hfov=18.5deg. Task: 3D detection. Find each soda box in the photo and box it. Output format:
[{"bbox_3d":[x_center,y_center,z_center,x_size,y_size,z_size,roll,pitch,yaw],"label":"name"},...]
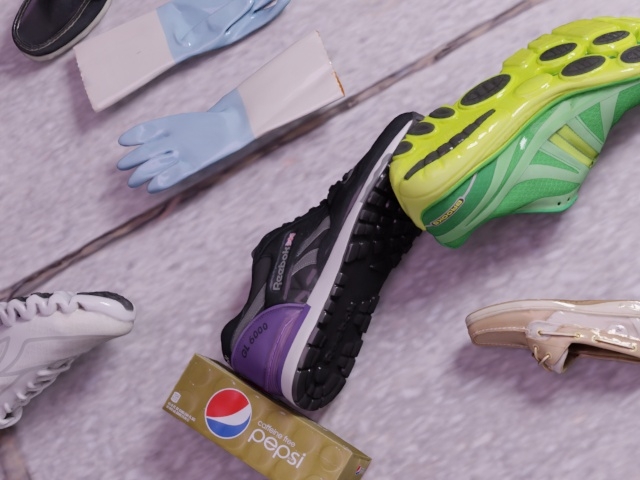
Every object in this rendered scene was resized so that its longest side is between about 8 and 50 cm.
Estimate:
[{"bbox_3d":[-0.048,0.173,1.755,0.181,0.058,0.061,30,90,22],"label":"soda box"}]

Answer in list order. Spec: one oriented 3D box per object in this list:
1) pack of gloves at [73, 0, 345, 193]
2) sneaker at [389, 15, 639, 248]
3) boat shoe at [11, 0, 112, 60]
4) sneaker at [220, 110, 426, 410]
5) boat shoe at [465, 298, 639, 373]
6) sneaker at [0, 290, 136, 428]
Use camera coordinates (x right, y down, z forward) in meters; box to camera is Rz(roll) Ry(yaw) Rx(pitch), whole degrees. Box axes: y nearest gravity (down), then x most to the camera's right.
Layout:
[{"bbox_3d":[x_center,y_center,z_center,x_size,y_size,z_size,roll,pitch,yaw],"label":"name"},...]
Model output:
[{"bbox_3d":[-0.104,-0.153,1.866,0.232,0.046,0.195,-26,59,10],"label":"pack of gloves"},{"bbox_3d":[0.198,-0.097,1.709,0.295,0.123,0.109,-30,38,-5],"label":"sneaker"},{"bbox_3d":[-0.227,-0.278,1.909,0.084,0.079,0.233,42,96,21],"label":"boat shoe"},{"bbox_3d":[0.000,0.000,1.755,0.124,0.107,0.283,24,83,33],"label":"sneaker"},{"bbox_3d":[0.206,0.084,1.681,0.170,0.063,0.059,-3,72,18],"label":"boat shoe"},{"bbox_3d":[-0.294,0.119,1.839,0.292,0.110,0.118,-17,81,24],"label":"sneaker"}]
